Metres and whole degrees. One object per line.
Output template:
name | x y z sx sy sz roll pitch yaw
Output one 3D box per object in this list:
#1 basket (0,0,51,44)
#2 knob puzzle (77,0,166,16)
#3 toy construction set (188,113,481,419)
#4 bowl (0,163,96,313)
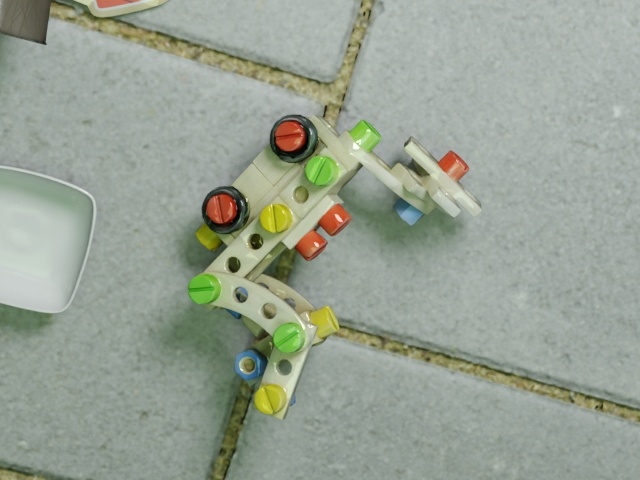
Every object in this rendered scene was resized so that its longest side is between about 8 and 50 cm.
basket | -0.317 -0.315 1.445 0.154 0.204 0.227 10 96 -45
knob puzzle | -0.193 -0.312 1.519 0.213 0.030 0.213 -1 104 -4
toy construction set | 0.000 0.000 1.551 0.327 0.151 0.215 -43 79 -1
bowl | -0.306 -0.007 1.576 0.142 0.053 0.142 15 103 -8
